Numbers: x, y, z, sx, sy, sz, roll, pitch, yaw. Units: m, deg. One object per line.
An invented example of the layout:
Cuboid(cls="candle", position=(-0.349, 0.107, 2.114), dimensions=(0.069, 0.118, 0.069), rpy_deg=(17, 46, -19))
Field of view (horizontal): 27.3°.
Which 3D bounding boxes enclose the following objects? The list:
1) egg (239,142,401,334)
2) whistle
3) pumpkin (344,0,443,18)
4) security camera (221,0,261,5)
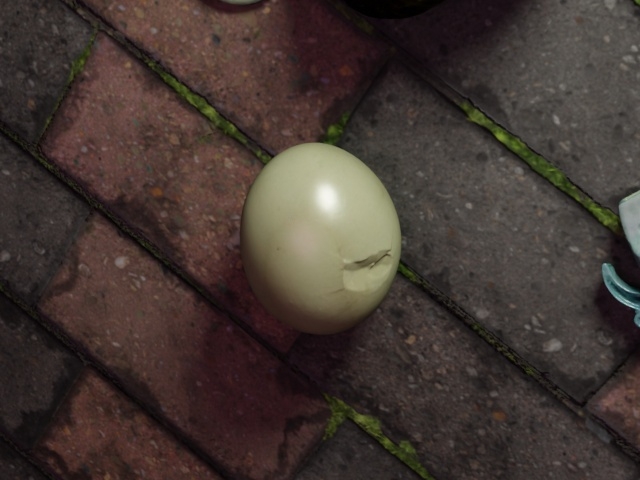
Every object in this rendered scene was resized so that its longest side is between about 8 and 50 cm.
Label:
Cuboid(cls="egg", position=(0.000, 0.000, 1.769), dimensions=(0.219, 0.219, 0.269), rpy_deg=(11, 129, 20))
Cuboid(cls="whistle", position=(0.461, 0.060, 1.663), dimensions=(0.186, 0.093, 0.274), rpy_deg=(-29, 94, 31))
Cuboid(cls="pumpkin", position=(0.083, -0.383, 1.596), dimensions=(0.238, 0.159, 0.238), rpy_deg=(30, 134, 38))
Cuboid(cls="security camera", position=(-0.179, -0.427, 1.764), dimensions=(0.301, 0.080, 0.157), rpy_deg=(34, 119, 5))
